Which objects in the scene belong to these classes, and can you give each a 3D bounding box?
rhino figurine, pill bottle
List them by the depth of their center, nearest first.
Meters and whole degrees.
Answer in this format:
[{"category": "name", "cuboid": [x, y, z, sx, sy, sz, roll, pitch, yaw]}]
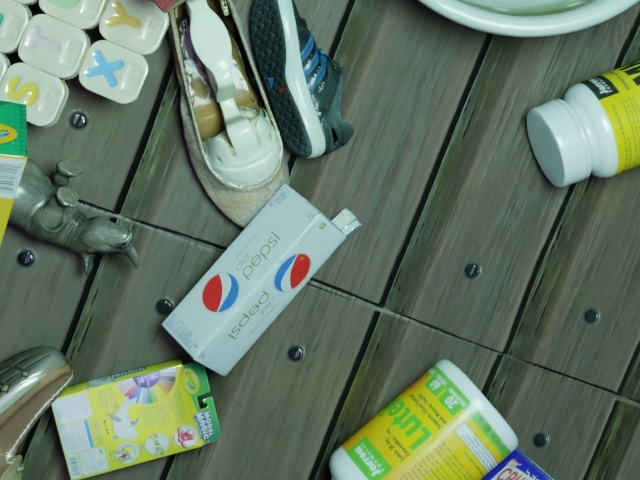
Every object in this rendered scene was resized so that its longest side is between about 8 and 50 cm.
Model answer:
[{"category": "rhino figurine", "cuboid": [-0.298, -0.040, 1.514, 0.243, 0.073, 0.106, 35, 135, -15]}, {"category": "pill bottle", "cuboid": [0.098, 0.266, 1.616, 0.246, 0.136, 0.136, -41, 104, -3]}, {"category": "pill bottle", "cuboid": [0.356, -0.143, 1.617, 0.208, 0.119, 0.119, -21, 102, -8]}]

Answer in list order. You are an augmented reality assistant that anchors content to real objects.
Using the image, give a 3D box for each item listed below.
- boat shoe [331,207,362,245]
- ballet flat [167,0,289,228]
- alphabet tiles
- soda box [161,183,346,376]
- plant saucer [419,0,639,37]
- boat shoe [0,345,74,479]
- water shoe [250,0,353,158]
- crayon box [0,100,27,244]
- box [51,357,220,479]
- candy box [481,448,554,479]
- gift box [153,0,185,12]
[{"category": "boat shoe", "cuboid": [0.000, 0.000, 1.613, 0.100, 0.035, 0.035, -39, 77, 0]}, {"category": "ballet flat", "cuboid": [-0.107, -0.152, 1.527, 0.108, 0.106, 0.316, -22, 102, -9]}, {"category": "alphabet tiles", "cuboid": [-0.292, -0.271, 1.470, 0.278, 0.021, 0.284, 25, 94, 5]}, {"category": "soda box", "cuboid": [-0.075, 0.045, 1.566, 0.216, 0.069, 0.074, -48, 145, 1]}, {"category": "plant saucer", "cuboid": [0.224, -0.416, 1.534, 0.401, 0.100, 0.400, 0, 87, -1]}, {"category": "boat shoe", "cuboid": [-0.384, 0.250, 1.533, 0.324, 0.123, 0.116, -43, 111, 4]}, {"category": "water shoe", "cuboid": [-0.021, -0.196, 1.569, 0.080, 0.073, 0.203, -20, 103, -35]}, {"category": "crayon box", "cuboid": [-0.408, -0.028, 1.411, 0.165, 0.081, 0.278, 8, 135, -21]}, {"category": "box", "cuboid": [-0.212, 0.201, 1.593, 0.179, 0.043, 0.105, -13, 100, -7]}, {"category": "candy box", "cuboid": [0.171, 0.404, 1.585, 0.317, 0.268, 0.122, -42, 107, -3]}, {"category": "gift box", "cuboid": [-0.077, -0.408, 1.371, 0.276, 0.258, 0.255, -29, 100, 38]}]
